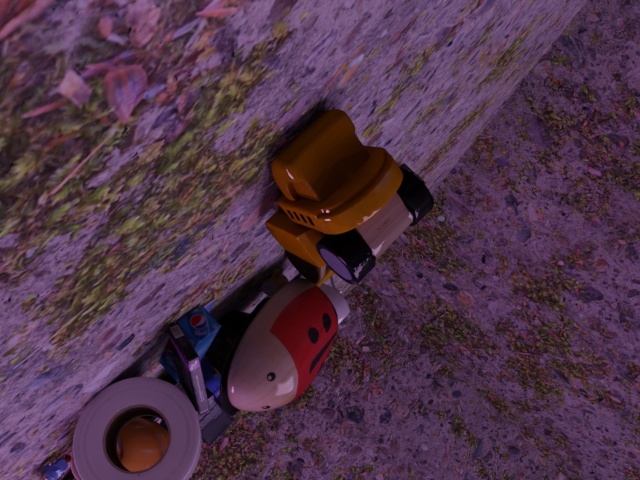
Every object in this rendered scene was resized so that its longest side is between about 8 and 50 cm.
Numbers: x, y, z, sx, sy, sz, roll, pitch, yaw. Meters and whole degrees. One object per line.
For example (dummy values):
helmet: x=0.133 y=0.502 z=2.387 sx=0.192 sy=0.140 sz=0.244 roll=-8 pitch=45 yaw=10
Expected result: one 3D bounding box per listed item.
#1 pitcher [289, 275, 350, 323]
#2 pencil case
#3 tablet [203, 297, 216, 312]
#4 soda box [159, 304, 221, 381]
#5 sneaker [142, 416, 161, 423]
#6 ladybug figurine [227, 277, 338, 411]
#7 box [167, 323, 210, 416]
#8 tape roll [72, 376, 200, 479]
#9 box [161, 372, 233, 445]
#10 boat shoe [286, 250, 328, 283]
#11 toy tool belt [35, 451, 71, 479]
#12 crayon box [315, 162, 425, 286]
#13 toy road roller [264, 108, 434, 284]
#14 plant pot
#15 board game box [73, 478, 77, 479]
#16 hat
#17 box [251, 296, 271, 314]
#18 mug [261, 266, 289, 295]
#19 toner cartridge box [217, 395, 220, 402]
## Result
pitcher: x=0.013 y=0.178 z=2.093 sx=0.178 sy=0.207 sz=0.125 roll=-43 pitch=171 yaw=-23
pencil case: x=-0.357 y=0.445 z=1.843 sx=0.306 sy=0.133 sz=0.119 roll=-49 pitch=141 yaw=14
tablet: x=-0.264 y=0.163 z=1.417 sx=0.054 sy=0.006 sz=0.083 roll=-38 pitch=167 yaw=-40
soda box: x=-0.292 y=0.230 z=1.393 sx=0.071 sy=0.067 sz=0.210 roll=-37 pitch=167 yaw=-40
sneaker: x=-0.432 y=0.445 z=1.709 sx=0.178 sy=0.072 sz=0.077 roll=-50 pitch=161 yaw=-9
ladybug figurine: x=-0.075 y=0.270 z=1.621 sx=0.449 sy=0.162 sz=0.305 roll=-48 pitch=152 yaw=-53
box: x=-0.271 y=0.267 z=1.293 sx=0.029 sy=0.116 sz=0.162 roll=-20 pitch=129 yaw=-25
tape roll: x=-0.371 y=0.418 z=1.306 sx=0.246 sy=0.246 sz=0.169 roll=-42 pitch=169 yaw=-22
box: x=-0.330 y=0.427 z=1.638 sx=0.093 sy=0.156 sz=0.158 roll=-43 pitch=141 yaw=-22
boat shoe: x=0.000 y=0.000 z=1.553 sx=0.123 sy=0.123 sz=0.342 roll=-41 pitch=163 yaw=-21
toy tool belt: x=-0.562 y=0.483 z=1.339 sx=0.083 sy=0.052 sz=0.051 roll=-37 pitch=176 yaw=-45
crayon box: x=0.124 y=-0.050 z=1.908 sx=0.363 sy=0.106 sz=0.313 roll=-35 pitch=166 yaw=-50
toy road roller: x=0.011 y=-0.097 z=1.081 sx=0.202 sy=0.240 sz=0.329 roll=-44 pitch=-152 yaw=-14
plant pot: x=-0.472 y=0.507 z=1.463 sx=0.205 sy=0.205 sz=0.188 roll=-45 pitch=155 yaw=-8
board game box: x=-0.530 y=0.645 z=1.700 sx=0.308 sy=0.086 sz=0.302 roll=-21 pitch=173 yaw=6
hat: x=-0.229 y=0.288 z=1.665 sx=0.331 sy=0.134 sz=0.331 roll=18 pitch=90 yaw=-74
box: x=-0.171 y=0.221 z=1.967 sx=0.178 sy=0.042 sz=0.109 roll=-46 pitch=172 yaw=0
mug: x=-0.128 y=0.116 z=1.704 sx=0.062 sy=0.078 sz=0.064 roll=-14 pitch=177 yaw=28
toner cartridge box: x=-0.283 y=0.479 z=2.209 sx=0.348 sy=0.165 sz=0.075 roll=-32 pitch=164 yaw=-53
